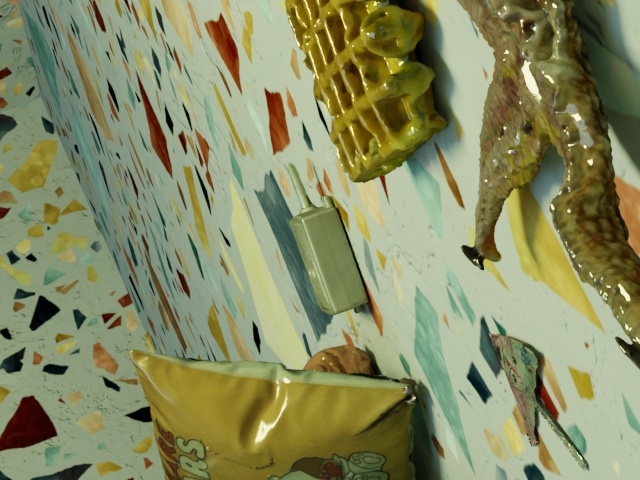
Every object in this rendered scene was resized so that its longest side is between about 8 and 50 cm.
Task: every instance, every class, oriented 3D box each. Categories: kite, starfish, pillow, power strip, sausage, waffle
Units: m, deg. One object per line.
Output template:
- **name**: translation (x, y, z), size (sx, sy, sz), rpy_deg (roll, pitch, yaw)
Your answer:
- **kite**: translation (0.170, 0.129, 1.329), size (0.137, 0.005, 0.152), rpy_deg (82, 163, -52)
- **starfish**: translation (0.084, -0.111, 1.038), size (0.398, 0.132, 0.384), rpy_deg (56, 174, 0)
- **pillow**: translation (-0.037, 0.233, 1.787), size (0.310, 0.312, 0.119), rpy_deg (81, -159, -48)
- **power strip**: translation (0.000, 0.000, 1.765), size (0.075, 0.042, 0.175), rpy_deg (175, 75, -79)
- **sausage**: translation (0.025, 0.218, 1.911), size (0.289, 0.086, 0.086), rpy_deg (84, 161, -50)
- **waffle**: translation (0.028, -0.170, 1.338), size (0.219, 0.057, 0.229), rpy_deg (150, 100, -77)
